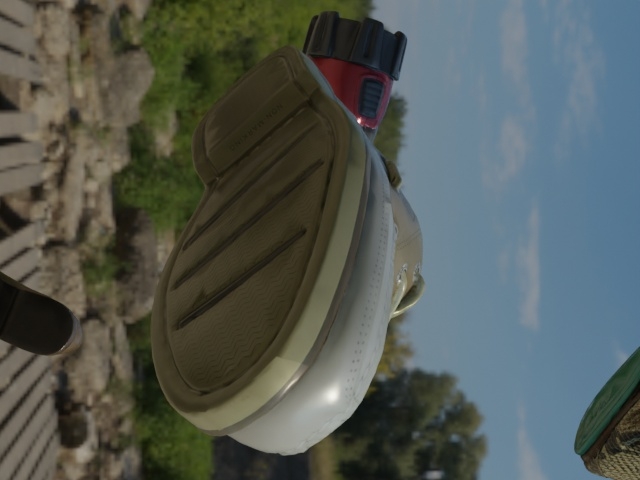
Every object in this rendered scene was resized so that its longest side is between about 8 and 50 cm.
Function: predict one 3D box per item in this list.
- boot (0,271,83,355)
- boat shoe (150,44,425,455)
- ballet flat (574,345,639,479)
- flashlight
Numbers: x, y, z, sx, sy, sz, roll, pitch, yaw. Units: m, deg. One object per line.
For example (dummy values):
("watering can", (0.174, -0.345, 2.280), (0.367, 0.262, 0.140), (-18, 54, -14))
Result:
("boot", (-0.482, 0.085, 1.506), (0.112, 0.305, 0.115), (-62, 173, -7))
("boat shoe", (0.000, 0.000, 0.478), (0.103, 0.113, 0.302), (46, 19, -21))
("ballet flat", (0.474, 0.153, 1.317), (0.164, 0.182, 0.483), (-61, 166, -46))
("flashlight", (0.002, -0.068, 1.037), (0.103, 0.103, 0.304), (2, 103, -79))
